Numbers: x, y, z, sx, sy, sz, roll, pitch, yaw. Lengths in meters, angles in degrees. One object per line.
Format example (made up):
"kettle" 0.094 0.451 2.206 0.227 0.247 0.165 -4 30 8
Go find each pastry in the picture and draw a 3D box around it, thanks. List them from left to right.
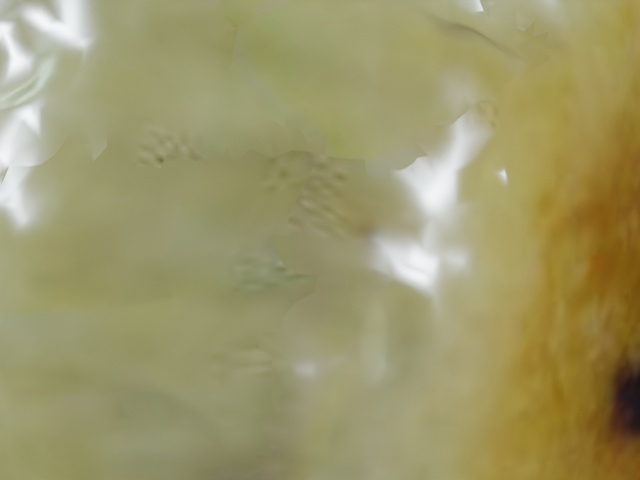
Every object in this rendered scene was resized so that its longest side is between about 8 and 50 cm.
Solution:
"pastry" 0.000 0.000 0.583 0.312 0.388 0.389 12 106 36
